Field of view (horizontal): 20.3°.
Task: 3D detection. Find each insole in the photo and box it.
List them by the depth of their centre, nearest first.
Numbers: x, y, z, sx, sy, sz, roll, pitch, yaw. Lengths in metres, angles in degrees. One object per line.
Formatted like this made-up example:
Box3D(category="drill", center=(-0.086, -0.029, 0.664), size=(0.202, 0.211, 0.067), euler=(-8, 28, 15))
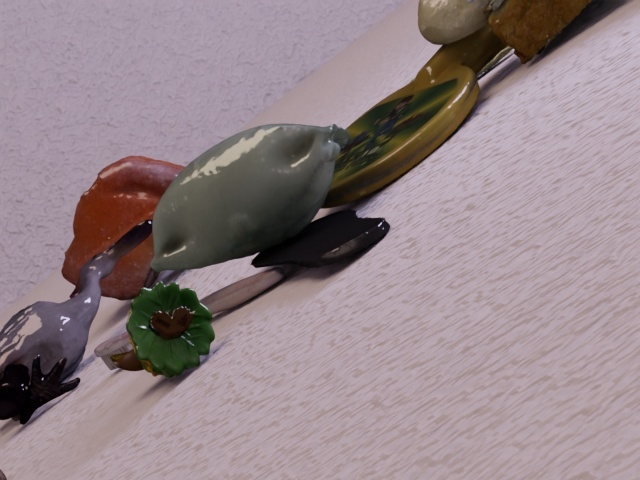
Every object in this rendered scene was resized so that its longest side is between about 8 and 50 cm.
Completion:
Box3D(category="insole", center=(0.000, 0.000, 1.569), size=(0.110, 0.012, 0.309), euler=(-27, 6, -12))

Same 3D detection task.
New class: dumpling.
Box3D(category="dumpling", center=(-0.058, -0.031, 1.653), size=(0.216, 0.149, 0.105), euler=(-35, 50, 7))

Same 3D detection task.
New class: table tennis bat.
Box3D(category="table tennis bat", center=(0.099, -0.135, 1.777), size=(0.198, 0.050, 0.321), euler=(-13, 30, 54))

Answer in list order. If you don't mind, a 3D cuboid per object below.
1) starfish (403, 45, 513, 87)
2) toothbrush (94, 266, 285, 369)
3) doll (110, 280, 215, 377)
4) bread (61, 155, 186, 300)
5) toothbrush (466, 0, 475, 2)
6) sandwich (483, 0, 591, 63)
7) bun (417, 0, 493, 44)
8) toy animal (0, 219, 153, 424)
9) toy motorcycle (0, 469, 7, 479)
Box3D(category="starfish", center=(0.133, -0.169, 1.926), size=(0.223, 0.050, 0.217), euler=(-42, 16, 3))
Box3D(category="toothbrush", center=(-0.124, 0.075, 1.682), size=(0.307, 0.029, 0.025), euler=(-25, 14, 48))
Box3D(category="doll", center=(-0.130, 0.096, 1.513), size=(0.078, 0.077, 0.113), euler=(-14, -31, -19))
Box3D(category="bread", center=(-0.234, -0.017, 2.247), size=(0.244, 0.123, 0.190), euler=(17, -84, -87))
Box3D(category="toothbrush", center=(0.174, -0.270, 1.798), size=(0.025, 0.019, 0.276), euler=(-62, -5, 26))
Box3D(category="sandwich", center=(0.278, -0.311, 1.745), size=(0.251, 0.087, 0.226), euler=(-47, -1, 36))
Box3D(category="bun", center=(0.133, -0.235, 1.794), size=(0.086, 0.055, 0.086), euler=(-26, 25, 13))
Box3D(category="toy animal", center=(-0.304, 0.114, 2.011), size=(0.195, 0.090, 0.324), euler=(-25, 22, 32))
Box3D(category="toy motorcycle", center=(-0.303, 0.222, 1.359), size=(0.212, 0.084, 0.118), euler=(-21, 24, 54))
